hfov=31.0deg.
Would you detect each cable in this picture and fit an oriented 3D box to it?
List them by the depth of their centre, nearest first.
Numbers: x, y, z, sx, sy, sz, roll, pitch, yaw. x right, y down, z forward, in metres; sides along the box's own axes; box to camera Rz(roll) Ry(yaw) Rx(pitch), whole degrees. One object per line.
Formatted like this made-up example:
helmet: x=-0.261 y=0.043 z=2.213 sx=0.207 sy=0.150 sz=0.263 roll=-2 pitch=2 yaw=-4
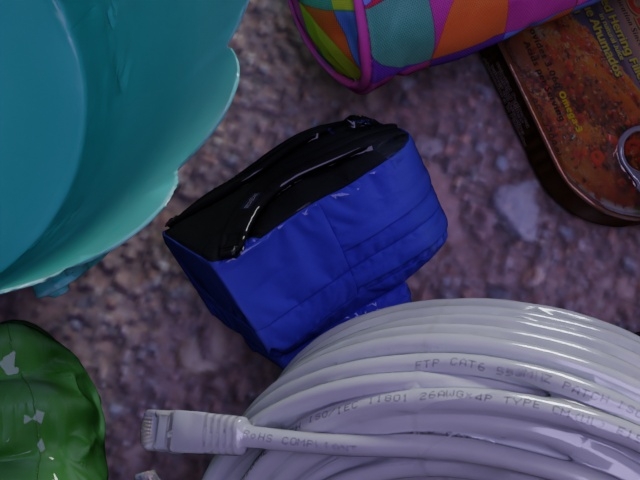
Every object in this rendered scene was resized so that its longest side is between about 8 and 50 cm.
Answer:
cable: x=0.072 y=0.147 z=0.494 sx=0.257 sy=0.089 sz=0.257 roll=-11 pitch=112 yaw=24

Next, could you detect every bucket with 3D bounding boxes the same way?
bucket: x=-0.180 y=-0.095 z=0.469 sx=0.281 sy=0.183 sz=0.281 roll=7 pitch=75 yaw=-27

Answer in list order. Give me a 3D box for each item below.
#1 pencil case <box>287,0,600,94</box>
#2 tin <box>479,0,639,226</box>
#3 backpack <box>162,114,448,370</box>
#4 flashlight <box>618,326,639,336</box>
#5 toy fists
pencil case: x=0.097 y=-0.157 z=0.574 sx=0.236 sy=0.104 sz=0.104 roll=-26 pitch=87 yaw=-16
tin: x=0.150 y=-0.098 z=0.643 sx=0.106 sy=0.040 sz=0.189 roll=-23 pitch=85 yaw=-10
backpack: x=0.000 y=0.000 z=0.567 sx=0.120 sy=0.098 sz=0.101 roll=-37 pitch=119 yaw=-15
flashlight: x=0.195 y=0.193 z=0.577 sx=0.103 sy=0.103 sz=0.304 roll=-21 pitch=90 yaw=-48
toy fists: x=-0.140 y=0.172 z=0.482 sx=0.096 sy=0.142 sz=0.279 roll=5 pitch=79 yaw=-11
